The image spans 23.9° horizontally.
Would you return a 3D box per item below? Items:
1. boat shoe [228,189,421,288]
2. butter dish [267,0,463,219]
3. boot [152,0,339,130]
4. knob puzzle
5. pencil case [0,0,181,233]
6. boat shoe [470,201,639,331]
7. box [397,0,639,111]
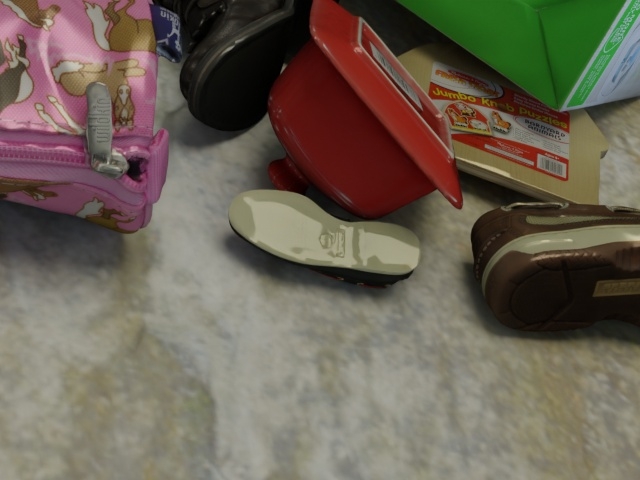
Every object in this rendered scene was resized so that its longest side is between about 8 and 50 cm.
[{"bbox_3d":[0.000,0.002,1.014,0.133,0.042,0.049,14,66,-11],"label":"boat shoe"},{"bbox_3d":[0.014,-0.073,1.053,0.160,0.118,0.160,48,15,-13],"label":"butter dish"},{"bbox_3d":[-0.121,-0.191,1.161,0.229,0.091,0.263,24,33,9],"label":"boot"},{"bbox_3d":[0.139,-0.098,1.218,0.213,0.030,0.213,14,38,-11],"label":"knob puzzle"},{"bbox_3d":[-0.279,-0.088,0.880,0.386,0.167,0.160,3,74,-25],"label":"pencil case"},{"bbox_3d":[0.227,0.010,1.085,0.257,0.095,0.095,6,33,-23],"label":"boat shoe"},{"bbox_3d":[0.172,-0.238,1.286,0.262,0.127,0.231,38,24,18],"label":"box"}]
